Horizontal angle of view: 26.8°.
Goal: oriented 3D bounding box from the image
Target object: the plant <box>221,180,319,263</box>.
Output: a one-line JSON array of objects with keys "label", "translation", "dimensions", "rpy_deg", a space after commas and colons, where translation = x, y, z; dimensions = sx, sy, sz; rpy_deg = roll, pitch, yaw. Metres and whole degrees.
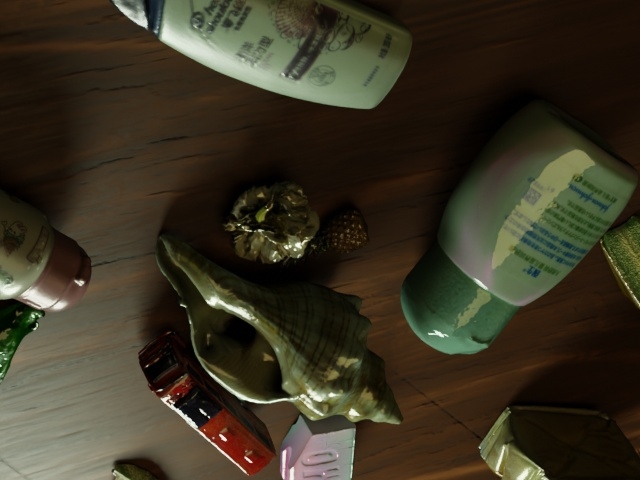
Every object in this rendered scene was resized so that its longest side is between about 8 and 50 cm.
[{"label": "plant", "translation": [-0.066, -0.022, 1.629], "dimensions": [0.116, 0.104, 0.122], "rpy_deg": [-31, 168, 9]}]

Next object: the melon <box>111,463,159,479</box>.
[{"label": "melon", "translation": [-0.246, 0.387, 1.883], "dimensions": [0.098, 0.054, 0.182], "rpy_deg": [2, 121, -6]}]

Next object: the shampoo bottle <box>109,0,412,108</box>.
[{"label": "shampoo bottle", "translation": [-0.074, -0.244, 1.509], "dimensions": [0.359, 0.078, 0.134], "rpy_deg": [17, 118, -30]}]

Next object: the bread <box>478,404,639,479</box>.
[{"label": "bread", "translation": [0.363, 0.344, 1.998], "dimensions": [0.209, 0.192, 0.110], "rpy_deg": [3, 123, -24]}]

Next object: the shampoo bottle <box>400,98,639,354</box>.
[{"label": "shampoo bottle", "translation": [0.242, -0.001, 1.750], "dimensions": [0.222, 0.151, 0.349], "rpy_deg": [24, 110, -38]}]

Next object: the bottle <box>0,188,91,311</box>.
[{"label": "bottle", "translation": [-0.376, 0.001, 1.524], "dimensions": [0.253, 0.120, 0.120], "rpy_deg": [34, 105, -35]}]

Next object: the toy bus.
[{"label": "toy bus", "translation": [-0.148, 0.218, 1.773], "dimensions": [0.073, 0.096, 0.235], "rpy_deg": [-39, 129, 3]}]

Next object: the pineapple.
[{"label": "pineapple", "translation": [0.000, 0.000, 1.724], "dimensions": [0.124, 0.058, 0.058], "rpy_deg": [-18, 128, 7]}]

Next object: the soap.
[{"label": "soap", "translation": [-0.005, 0.316, 1.919], "dimensions": [0.100, 0.056, 0.149], "rpy_deg": [-6, 123, -15]}]

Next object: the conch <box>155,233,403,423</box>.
[{"label": "conch", "translation": [-0.053, 0.125, 1.724], "dimensions": [0.386, 0.169, 0.203], "rpy_deg": [36, 98, 2]}]

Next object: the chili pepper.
[{"label": "chili pepper", "translation": [-0.422, 0.149, 1.640], "dimensions": [0.216, 0.062, 0.108], "rpy_deg": [-38, 134, 5]}]

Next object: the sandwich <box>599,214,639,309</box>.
[{"label": "sandwich", "translation": [0.458, 0.035, 1.906], "dimensions": [0.074, 0.074, 0.116], "rpy_deg": [-33, 128, 0]}]
